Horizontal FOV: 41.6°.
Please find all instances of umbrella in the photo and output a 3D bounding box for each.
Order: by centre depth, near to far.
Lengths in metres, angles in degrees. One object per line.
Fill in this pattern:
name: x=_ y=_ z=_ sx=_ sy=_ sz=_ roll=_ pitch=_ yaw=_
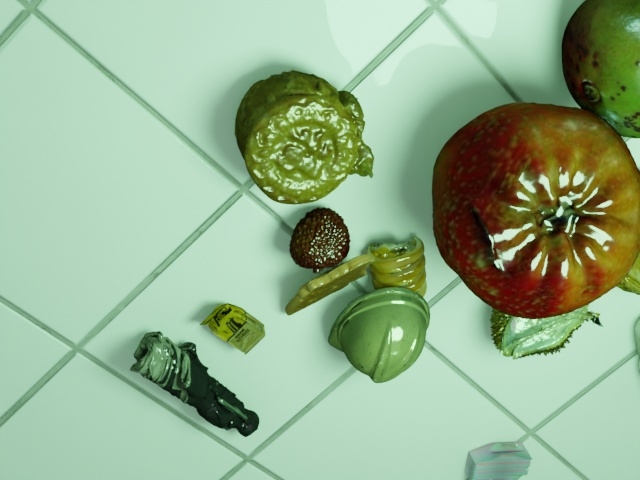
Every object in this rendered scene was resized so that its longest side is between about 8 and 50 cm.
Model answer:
umbrella: x=-0.249 y=0.315 z=1.806 sx=0.106 sy=0.113 sz=0.357 roll=-21 pitch=131 yaw=33

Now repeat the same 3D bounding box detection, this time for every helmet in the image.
helmet: x=0.128 y=0.226 z=1.758 sx=0.204 sy=0.137 sz=0.258 roll=11 pitch=138 yaw=-18

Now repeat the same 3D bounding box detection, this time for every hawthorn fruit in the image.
hawthorn fruit: x=0.384 y=-0.054 z=1.572 sx=0.402 sy=0.403 sz=0.403 roll=-5 pitch=120 yaw=-8

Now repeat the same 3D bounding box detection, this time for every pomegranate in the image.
pomegranate: x=0.600 y=-0.330 z=1.508 sx=0.323 sy=0.291 sz=0.291 roll=-11 pitch=121 yaw=-13

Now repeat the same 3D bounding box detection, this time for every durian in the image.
durian: x=0.478 y=0.156 z=1.832 sx=0.237 sy=0.138 sz=0.194 roll=-1 pitch=114 yaw=-9

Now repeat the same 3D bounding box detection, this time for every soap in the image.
soap: x=0.444 y=0.552 z=2.097 sx=0.149 sy=0.056 sz=0.100 roll=-1 pitch=121 yaw=-10

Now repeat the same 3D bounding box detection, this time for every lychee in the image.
lychee: x=0.000 y=-0.001 z=1.666 sx=0.123 sy=0.129 sz=0.123 roll=6 pitch=162 yaw=2

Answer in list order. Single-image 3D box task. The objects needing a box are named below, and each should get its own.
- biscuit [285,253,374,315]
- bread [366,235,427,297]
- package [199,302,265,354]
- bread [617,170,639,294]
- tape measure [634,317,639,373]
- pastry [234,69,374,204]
biscuit: x=0.013 y=0.090 z=1.723 sx=0.250 sy=0.035 sz=0.162 roll=-37 pitch=159 yaw=33
bread: x=0.164 y=0.065 z=1.754 sx=0.119 sy=0.084 sz=0.177 roll=-15 pitch=125 yaw=-2
package: x=-0.184 y=0.178 z=1.771 sx=0.131 sy=0.047 sz=0.071 roll=35 pitch=110 yaw=-24
bread: x=0.679 y=-0.015 z=1.773 sx=0.227 sy=0.142 sz=0.253 roll=-31 pitch=123 yaw=6
tape measure: x=0.871 y=0.240 z=1.963 sx=0.258 sy=0.130 sz=0.265 roll=-21 pitch=115 yaw=-1
pastry: x=-0.039 y=-0.196 z=1.550 sx=0.235 sy=0.132 sz=0.240 roll=-22 pitch=128 yaw=-8
